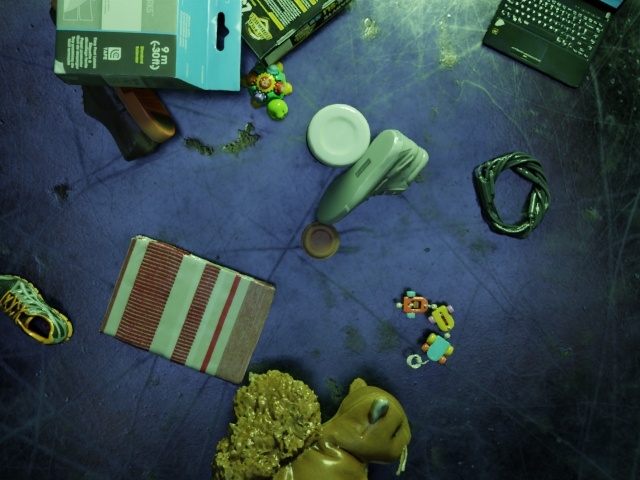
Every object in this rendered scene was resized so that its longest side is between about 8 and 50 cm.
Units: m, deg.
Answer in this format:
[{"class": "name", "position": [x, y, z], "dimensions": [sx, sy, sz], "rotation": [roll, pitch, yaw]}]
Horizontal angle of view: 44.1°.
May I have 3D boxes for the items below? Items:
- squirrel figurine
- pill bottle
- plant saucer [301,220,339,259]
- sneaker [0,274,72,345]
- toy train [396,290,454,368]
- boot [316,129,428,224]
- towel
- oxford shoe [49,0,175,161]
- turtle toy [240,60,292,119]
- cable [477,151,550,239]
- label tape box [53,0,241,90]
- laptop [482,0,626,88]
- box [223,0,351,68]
[{"class": "squirrel figurine", "position": [-0.011, 0.434, 1.633], "dimensions": [0.397, 0.281, 0.370], "rotation": [38, 87, -7]}, {"class": "pill bottle", "position": [0.031, -0.207, 1.588], "dimensions": [0.121, 0.216, 0.121], "rotation": [0, 96, -2]}, {"class": "plant saucer", "position": [0.000, 0.000, 1.710], "dimensions": [0.083, 0.013, 0.084], "rotation": [0, 95, -2]}, {"class": "sneaker", "position": [-0.625, 0.147, 1.672], "dimensions": [0.214, 0.083, 0.084], "rotation": [35, 95, -3]}, {"class": "toy train", "position": [0.228, 0.190, 1.723], "dimensions": [0.125, 0.046, 0.166], "rotation": [-3, 93, 0]}, {"class": "boot", "position": [0.114, -0.111, 1.664], "dimensions": [0.123, 0.095, 0.258], "rotation": [25, 122, -36]}, {"class": "towel", "position": [-0.285, 0.151, 1.708], "dimensions": [0.328, 0.037, 0.237], "rotation": [21, 97, -2]}, {"class": "oxford shoe", "position": [-0.455, -0.327, 1.610], "dimensions": [0.132, 0.130, 0.364], "rotation": [-35, 88, 18]}, {"class": "turtle toy", "position": [-0.107, -0.312, 1.648], "dimensions": [0.095, 0.066, 0.130], "rotation": [-24, 96, 1]}, {"class": "cable", "position": [0.420, -0.094, 1.703], "dimensions": [0.150, 0.047, 0.185], "rotation": [-17, 94, -5]}, {"class": "label tape box", "position": [-0.318, -0.414, 1.488], "dimensions": [0.333, 0.106, 0.241], "rotation": [1, 88, -4]}, {"class": "laptop", "position": [0.502, -0.483, 1.614], "dimensions": [0.234, 0.136, 0.264], "rotation": [25, 95, -4]}, {"class": "box", "position": [-0.112, -0.555, 1.592], "dimensions": [0.257, 0.079, 0.322], "rotation": [-39, 85, 4]}]
